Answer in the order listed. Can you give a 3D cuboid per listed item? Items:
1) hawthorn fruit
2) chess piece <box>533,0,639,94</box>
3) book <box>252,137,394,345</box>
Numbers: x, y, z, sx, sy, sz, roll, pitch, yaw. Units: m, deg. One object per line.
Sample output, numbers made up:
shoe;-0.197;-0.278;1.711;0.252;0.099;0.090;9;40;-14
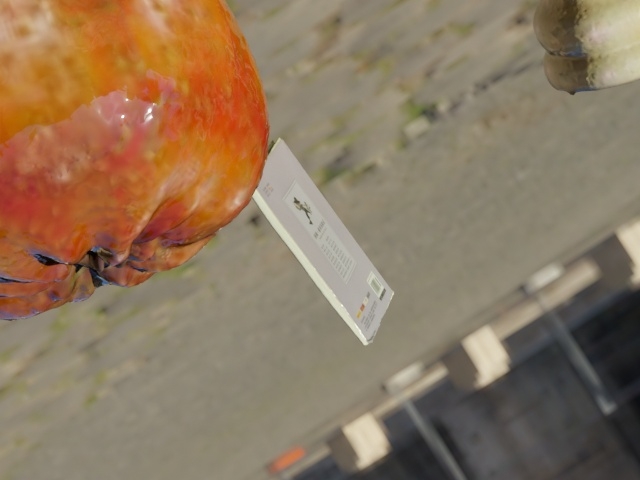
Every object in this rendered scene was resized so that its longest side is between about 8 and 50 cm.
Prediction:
hawthorn fruit;-0.116;-0.074;0.781;0.179;0.200;0.179;-12;165;-3
chess piece;0.150;-0.178;1.076;0.094;0.170;0.094;-16;-160;6
book;0.000;0.000;1.693;0.014;0.182;0.127;-33;-170;21
